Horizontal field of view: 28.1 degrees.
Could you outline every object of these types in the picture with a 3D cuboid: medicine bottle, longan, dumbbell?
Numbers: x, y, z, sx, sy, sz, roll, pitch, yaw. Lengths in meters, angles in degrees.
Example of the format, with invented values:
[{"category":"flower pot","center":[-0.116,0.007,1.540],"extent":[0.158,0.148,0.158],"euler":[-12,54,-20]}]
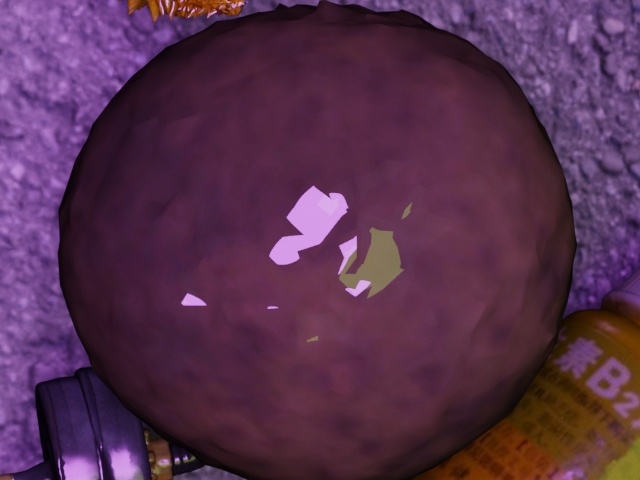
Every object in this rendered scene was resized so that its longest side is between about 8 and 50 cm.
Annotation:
[{"category":"medicine bottle","center":[0.275,0.175,1.171],"extent":[0.384,0.224,0.224],"euler":[-42,107,-9]},{"category":"longan","center":[0.000,0.000,0.974],"extent":[0.391,0.391,0.391],"euler":[-2,97,-18]},{"category":"dumbbell","center":[-0.282,0.210,1.017],"extent":[0.388,0.185,0.185],"euler":[-10,100,-15]}]

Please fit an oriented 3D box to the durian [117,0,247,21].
[{"category":"durian","center":[-0.127,-0.279,0.976],"extent":[0.138,0.250,0.183],"euler":[13,116,-22]}]
